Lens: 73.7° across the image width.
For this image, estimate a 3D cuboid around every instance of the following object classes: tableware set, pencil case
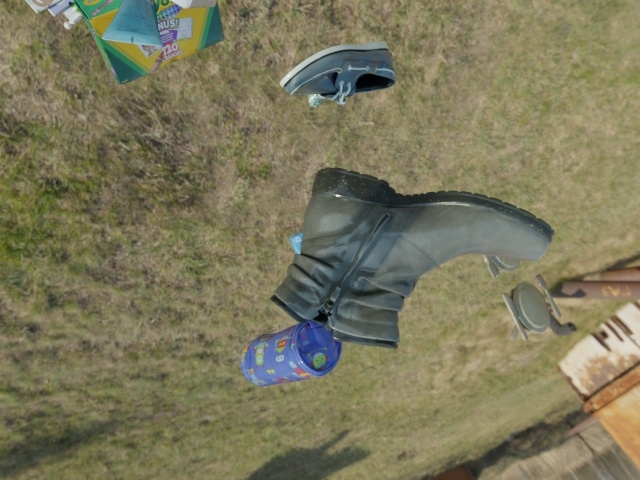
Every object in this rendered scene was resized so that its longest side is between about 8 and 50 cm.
[{"bbox_3d":[0.321,0.066,0.725,0.128,0.194,0.039,-15,168,-35],"label":"tableware set"},{"bbox_3d":[-0.075,0.258,0.982,0.119,0.133,0.306,9,155,-32],"label":"pencil case"}]

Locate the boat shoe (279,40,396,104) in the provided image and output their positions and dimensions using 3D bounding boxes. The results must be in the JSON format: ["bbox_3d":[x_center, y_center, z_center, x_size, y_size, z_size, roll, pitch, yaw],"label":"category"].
[{"bbox_3d":[0.055,-0.356,0.933,0.319,0.099,0.116,-30,-174,-36],"label":"boat shoe"}]

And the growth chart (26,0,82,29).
[{"bbox_3d":[-0.586,-0.568,0.895,0.172,0.021,0.237,-44,142,6],"label":"growth chart"}]

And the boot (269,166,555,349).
[{"bbox_3d":[0.085,0.032,0.419,0.246,0.161,0.083,12,167,11],"label":"boot"}]

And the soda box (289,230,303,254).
[{"bbox_3d":[0.000,0.000,0.899,0.071,0.067,0.210,-20,-177,11],"label":"soda box"}]

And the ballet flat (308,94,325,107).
[{"bbox_3d":[0.022,-0.508,1.350,0.070,0.070,0.189,23,95,-46],"label":"ballet flat"}]

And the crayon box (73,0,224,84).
[{"bbox_3d":[-0.363,-0.486,0.948,0.278,0.081,0.165,-33,158,-17],"label":"crayon box"}]

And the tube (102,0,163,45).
[{"bbox_3d":[-0.294,-0.353,0.685,0.080,0.207,0.052,-5,132,-15],"label":"tube"}]

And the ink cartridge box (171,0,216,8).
[{"bbox_3d":[-0.097,-0.210,0.262,0.092,0.143,0.090,23,114,-19],"label":"ink cartridge box"}]
